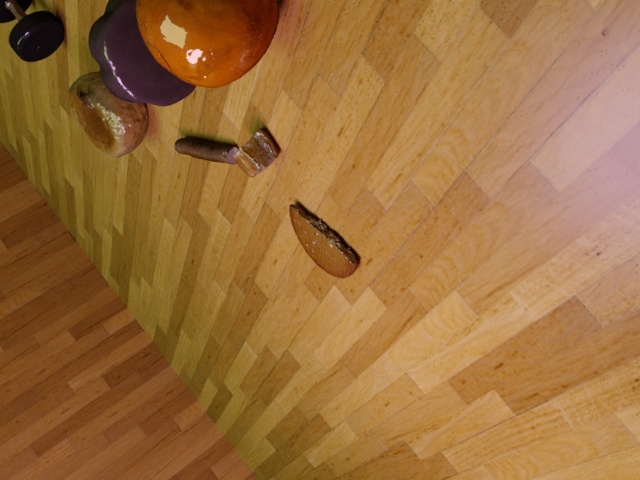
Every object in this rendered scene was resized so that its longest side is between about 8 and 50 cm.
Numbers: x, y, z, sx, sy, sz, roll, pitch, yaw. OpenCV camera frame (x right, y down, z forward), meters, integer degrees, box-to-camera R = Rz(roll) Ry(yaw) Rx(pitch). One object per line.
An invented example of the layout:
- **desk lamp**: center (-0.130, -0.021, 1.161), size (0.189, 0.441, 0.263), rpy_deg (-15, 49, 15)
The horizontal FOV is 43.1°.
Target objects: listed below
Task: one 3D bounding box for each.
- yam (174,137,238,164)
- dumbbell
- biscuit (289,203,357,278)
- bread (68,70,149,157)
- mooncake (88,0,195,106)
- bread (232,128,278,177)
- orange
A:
- **yam**: center (-0.273, -0.213, 1.908), size (0.264, 0.046, 0.046), rpy_deg (16, 134, 50)
- **dumbbell**: center (-0.832, -0.622, 2.252), size (0.218, 0.152, 0.152), rpy_deg (49, 153, 11)
- **biscuit**: center (0.004, 0.011, 1.723), size (0.206, 0.025, 0.126), rpy_deg (43, 151, 26)
- **bread**: center (-0.548, -0.339, 2.128), size (0.244, 0.134, 0.244), rpy_deg (37, 145, 31)
- **mooncake**: center (-0.342, -0.388, 1.618), size (0.133, 0.245, 0.245), rpy_deg (23, 139, 52)
- **bread**: center (-0.131, -0.180, 1.680), size (0.070, 0.076, 0.083), rpy_deg (47, 155, -9)
- **orange**: center (-0.189, -0.382, 1.354), size (0.240, 0.240, 0.240), rpy_deg (40, 150, 29)
